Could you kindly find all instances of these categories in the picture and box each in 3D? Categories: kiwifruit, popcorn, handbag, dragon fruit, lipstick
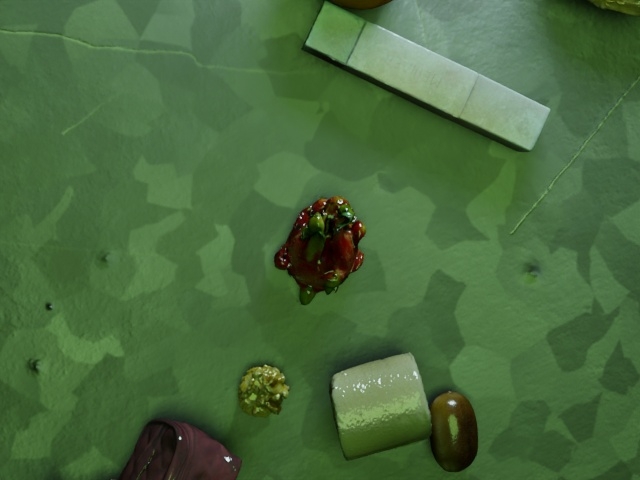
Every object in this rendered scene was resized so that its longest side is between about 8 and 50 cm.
[{"bbox_3d":[0.204,0.293,1.696,0.075,0.075,0.125,-5,92,-4],"label":"kiwifruit"},{"bbox_3d":[-0.087,0.231,1.676,0.082,0.057,0.083,-37,99,1],"label":"popcorn"},{"bbox_3d":[-0.227,0.377,1.608,0.135,0.146,0.225,33,75,-28],"label":"handbag"},{"bbox_3d":[0.000,0.000,1.646,0.138,0.175,0.142,-10,65,-13],"label":"dragon fruit"},{"bbox_3d":[0.156,-0.240,1.645,0.371,0.080,0.076,25,91,-6],"label":"lipstick"}]

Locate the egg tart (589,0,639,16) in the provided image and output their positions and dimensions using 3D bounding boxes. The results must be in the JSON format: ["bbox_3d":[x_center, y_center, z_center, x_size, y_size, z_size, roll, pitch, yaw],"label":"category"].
[{"bbox_3d":[0.459,-0.463,1.630,0.288,0.118,0.288,0,93,-4],"label":"egg tart"}]

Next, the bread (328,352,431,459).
[{"bbox_3d":[0.086,0.247,1.646,0.141,0.148,0.134,-15,60,-4],"label":"bread"}]

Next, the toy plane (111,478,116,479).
[{"bbox_3d":[-0.384,0.515,1.653,0.222,0.104,0.327,-1,99,-33],"label":"toy plane"}]

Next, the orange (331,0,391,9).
[{"bbox_3d":[0.056,-0.419,1.584,0.177,0.155,0.178,-2,95,-19],"label":"orange"}]
